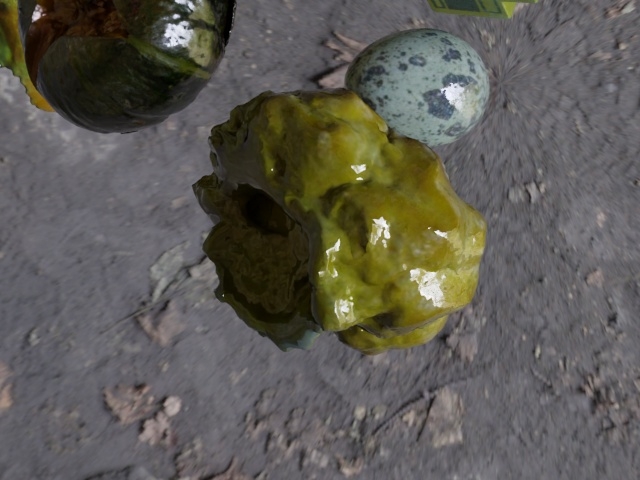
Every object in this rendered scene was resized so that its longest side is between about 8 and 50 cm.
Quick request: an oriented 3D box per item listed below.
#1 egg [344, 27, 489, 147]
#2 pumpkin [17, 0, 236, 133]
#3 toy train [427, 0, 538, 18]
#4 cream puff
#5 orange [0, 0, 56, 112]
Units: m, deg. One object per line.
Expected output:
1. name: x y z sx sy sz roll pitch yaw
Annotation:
1. egg: 0.106 -0.169 1.285 0.172 0.132 0.132 2 100 -26
2. pumpkin: -0.182 -0.217 1.108 0.238 0.159 0.238 -9 74 34
3. toy train: 0.277 -0.342 1.326 0.369 0.237 0.150 11 79 24
4. cream puff: -0.002 -0.001 0.973 0.282 0.282 0.185 40 78 2
5. orange: -0.375 -0.310 1.455 0.196 0.262 0.334 -24 100 5
